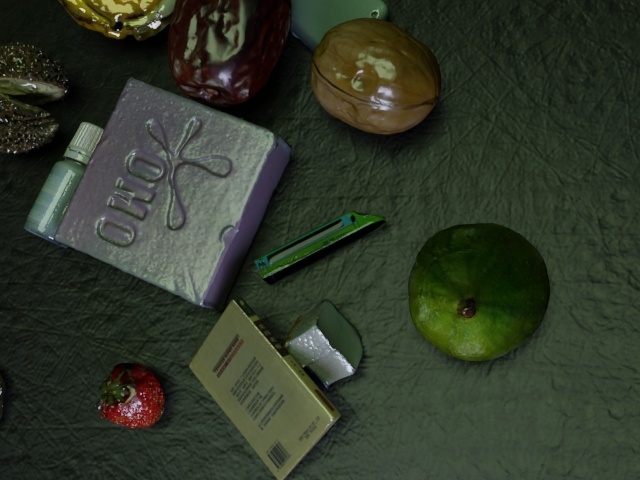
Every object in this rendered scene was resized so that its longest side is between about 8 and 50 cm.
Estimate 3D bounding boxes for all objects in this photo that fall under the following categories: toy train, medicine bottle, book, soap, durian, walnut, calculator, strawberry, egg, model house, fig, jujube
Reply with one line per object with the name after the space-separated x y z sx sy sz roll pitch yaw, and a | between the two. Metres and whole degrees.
0.000 0.000 1.284 0.209 0.044 0.042 -27 72 4 | toy train
-0.406 -0.093 1.371 0.083 0.083 0.203 24 84 16 | medicine bottle
-0.088 0.217 1.216 0.231 0.026 0.161 48 123 19 | book
-0.228 -0.072 1.318 0.285 0.107 0.296 21 85 14 | soap
-0.520 -0.243 1.382 0.196 0.167 0.196 8 70 -22 | durian
0.081 -0.249 1.264 0.207 0.167 0.167 26 83 15 | walnut
0.003 -0.393 1.376 0.141 0.045 0.246 -44 72 -1 | calculator
-0.284 0.238 1.268 0.106 0.106 0.106 -3 76 11 | strawberry
-0.333 -0.484 1.413 0.264 0.174 0.286 -39 97 1 | egg
-0.005 0.161 1.235 0.100 0.088 0.101 -34 105 26 | model house
0.208 0.060 1.129 0.203 0.235 0.203 -3 79 15 | fig
-0.142 -0.336 1.302 0.183 0.183 0.243 13 71 14 | jujube

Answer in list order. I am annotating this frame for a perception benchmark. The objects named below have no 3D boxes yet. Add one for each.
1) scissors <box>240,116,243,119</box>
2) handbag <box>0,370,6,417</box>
-0.136 -0.164 1.371 0.036 0.006 0.083 5 78 15 | scissors
-0.536 0.254 1.335 0.072 0.047 0.111 -4 74 12 | handbag
